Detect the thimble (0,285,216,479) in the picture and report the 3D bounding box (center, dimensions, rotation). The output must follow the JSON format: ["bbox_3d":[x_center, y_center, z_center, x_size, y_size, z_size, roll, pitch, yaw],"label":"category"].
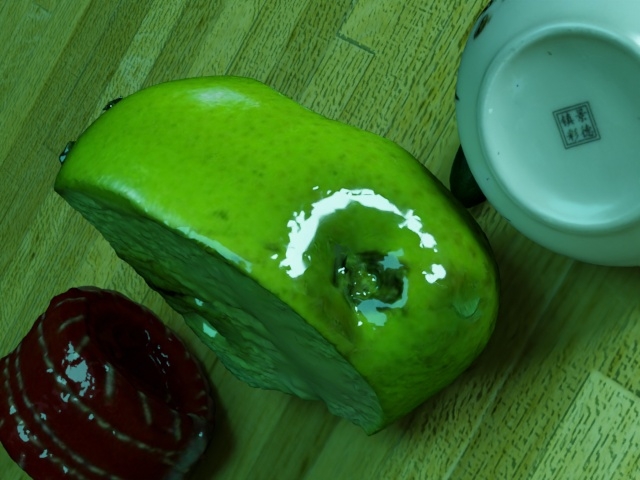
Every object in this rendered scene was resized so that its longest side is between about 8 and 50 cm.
[{"bbox_3d":[-0.185,0.133,1.255,0.125,0.163,0.189,-50,42,15],"label":"thimble"}]

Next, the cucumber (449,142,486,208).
[{"bbox_3d":[0.172,-0.148,1.098,0.056,0.056,0.284,39,102,50],"label":"cucumber"}]

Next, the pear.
[{"bbox_3d":[0.000,0.000,1.059,0.282,0.286,0.176,17,64,50],"label":"pear"}]

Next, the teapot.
[{"bbox_3d":[0.209,-0.090,0.958,0.300,0.166,0.208,-13,89,25],"label":"teapot"}]
